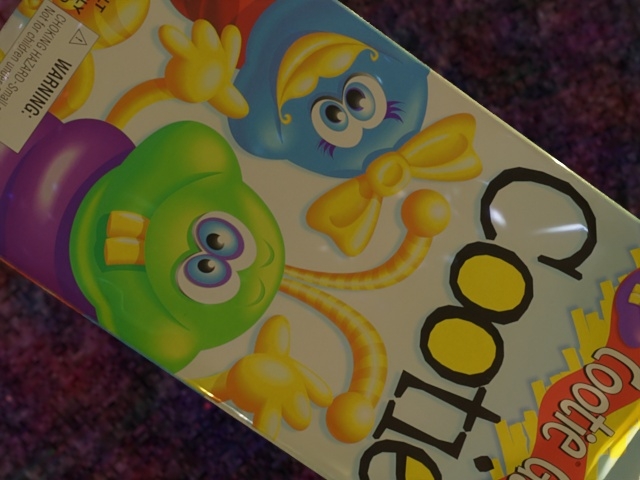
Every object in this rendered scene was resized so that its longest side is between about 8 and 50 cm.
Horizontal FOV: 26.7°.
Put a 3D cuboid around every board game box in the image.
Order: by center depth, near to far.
[{"bbox_3d":[0.000,0.000,0.530,0.142,0.275,0.144,-55,7,-1],"label":"board game box"}]
